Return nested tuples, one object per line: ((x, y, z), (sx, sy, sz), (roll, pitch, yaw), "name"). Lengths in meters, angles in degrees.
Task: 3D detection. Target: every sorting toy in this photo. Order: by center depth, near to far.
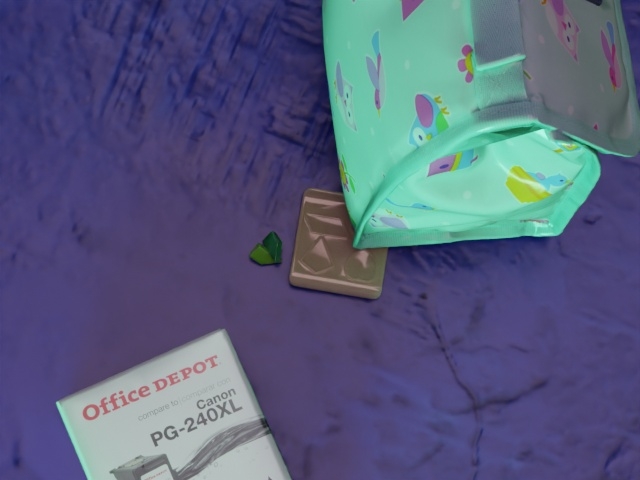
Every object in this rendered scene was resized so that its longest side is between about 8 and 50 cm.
((0.000, 0.000, 1.088), (0.083, 0.012, 0.062), (10, 79, -1), "sorting toy")

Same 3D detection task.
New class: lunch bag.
((0.084, -0.127, 0.979), (0.160, 0.262, 0.223), (-4, 77, -4), "lunch bag")

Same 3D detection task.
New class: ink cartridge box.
((-0.076, 0.140, 1.039), (0.109, 0.063, 0.150), (-24, 84, -5), "ink cartridge box")
